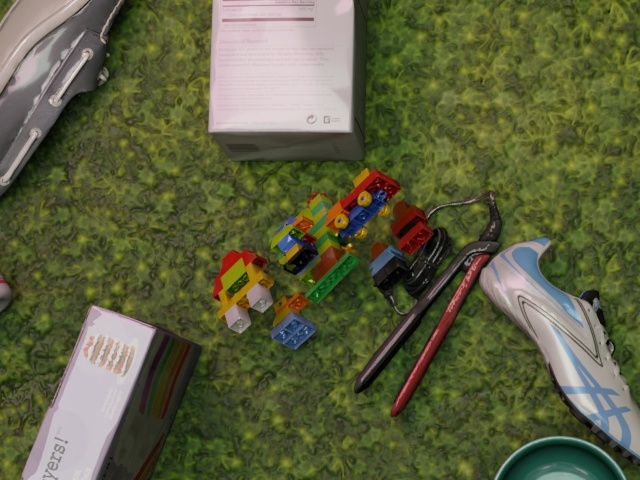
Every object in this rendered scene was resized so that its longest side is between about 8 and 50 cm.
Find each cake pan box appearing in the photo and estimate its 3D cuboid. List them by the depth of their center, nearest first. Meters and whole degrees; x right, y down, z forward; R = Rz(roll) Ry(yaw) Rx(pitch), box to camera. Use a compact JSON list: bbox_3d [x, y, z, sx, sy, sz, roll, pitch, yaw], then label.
[{"bbox_3d":[-0.199,0.196,1.682,0.070,0.246,0.267,21,84,10],"label":"cake pan box"}]

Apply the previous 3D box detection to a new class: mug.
[{"bbox_3d":[0.217,0.255,1.696,0.129,0.097,0.157,-6,82,6],"label":"mug"}]

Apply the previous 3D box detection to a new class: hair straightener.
[{"bbox_3d":[0.093,0.046,1.768,0.089,0.047,0.230,30,86,10],"label":"hair straightener"}]

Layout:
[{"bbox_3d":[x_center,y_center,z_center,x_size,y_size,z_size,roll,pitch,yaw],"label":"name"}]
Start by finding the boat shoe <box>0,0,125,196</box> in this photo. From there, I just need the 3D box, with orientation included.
[{"bbox_3d":[-0.261,-0.176,1.838,0.319,0.116,0.099,-51,122,-9],"label":"boat shoe"}]

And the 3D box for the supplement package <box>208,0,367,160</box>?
[{"bbox_3d":[-0.027,-0.206,1.775,0.134,0.139,0.244,0,80,6],"label":"supplement package"}]

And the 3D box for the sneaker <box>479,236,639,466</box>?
[{"bbox_3d":[0.240,0.101,1.723,0.086,0.085,0.237,-36,80,6],"label":"sneaker"}]

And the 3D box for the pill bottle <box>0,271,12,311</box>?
[{"bbox_3d":[-0.369,0.009,1.811,0.087,0.087,0.160,-33,79,1],"label":"pill bottle"}]

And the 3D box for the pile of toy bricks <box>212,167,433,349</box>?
[{"bbox_3d":[0.000,0.000,1.766,0.212,0.118,0.105,-43,41,22],"label":"pile of toy bricks"}]
